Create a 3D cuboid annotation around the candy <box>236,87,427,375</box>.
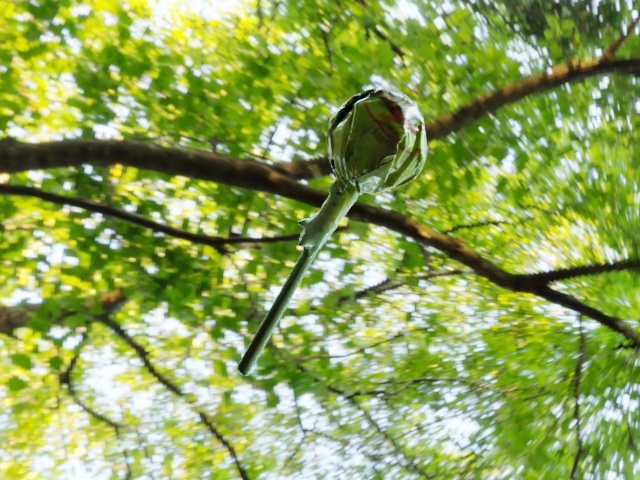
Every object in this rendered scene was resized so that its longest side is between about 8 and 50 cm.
[{"bbox_3d":[0.000,0.000,0.735,0.058,0.062,0.194,33,-72,9],"label":"candy"}]
